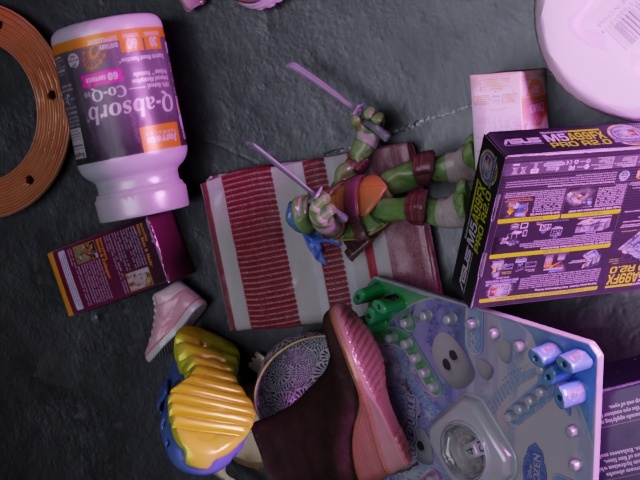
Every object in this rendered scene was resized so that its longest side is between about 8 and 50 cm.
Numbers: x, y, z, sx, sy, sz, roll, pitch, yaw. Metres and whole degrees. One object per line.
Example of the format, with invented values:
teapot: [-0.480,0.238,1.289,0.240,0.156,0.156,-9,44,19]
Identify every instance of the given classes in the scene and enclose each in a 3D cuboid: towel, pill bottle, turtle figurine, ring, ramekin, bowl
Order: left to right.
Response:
ring: [-0.526,-0.202,1.960,0.337,0.032,0.336,3,99,21]
pill bottle: [-0.278,-0.173,1.793,0.162,0.162,0.278,-10,95,23]
bowl: [-0.025,0.190,1.780,0.080,0.170,0.170,49,122,57]
towel: [0.000,0.000,1.779,0.329,0.037,0.237,-8,96,24]
turtle figurine: [0.060,-0.095,1.611,0.266,0.198,0.274,-4,102,19]
ramekin: [0.387,-0.274,1.510,0.277,0.135,0.277,3,102,16]

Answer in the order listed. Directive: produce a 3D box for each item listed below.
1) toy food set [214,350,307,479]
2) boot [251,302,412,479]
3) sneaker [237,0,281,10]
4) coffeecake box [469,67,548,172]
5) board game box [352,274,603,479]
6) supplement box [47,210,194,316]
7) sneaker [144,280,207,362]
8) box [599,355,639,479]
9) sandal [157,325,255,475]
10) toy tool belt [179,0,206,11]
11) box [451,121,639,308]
toy food set: [-0.097,0.272,1.866,0.132,0.038,0.192,36,99,8]
boot: [-0.009,0.222,1.681,0.207,0.090,0.248,-18,94,24]
sneaker: [-0.026,-0.408,1.683,0.271,0.108,0.100,-40,82,19]
coffeecake box: [0.244,-0.122,1.601,0.068,0.142,0.185,-1,99,22]
board game box: [0.185,0.273,1.628,0.390,0.050,0.389,16,113,47]
supplement box: [-0.297,0.034,1.879,0.188,0.081,0.104,-19,91,24]
sneaker: [-0.231,0.117,1.884,0.070,0.051,0.134,45,110,14]
box: [0.504,0.285,1.545,0.343,0.179,0.312,-17,90,24]
sandal: [-0.169,0.244,1.750,0.126,0.317,0.138,21,107,-10]
toy tool belt: [-0.187,-0.371,1.791,0.051,0.052,0.083,-28,91,-8]
box: [0.306,-0.032,1.514,0.270,0.060,0.216,-6,126,-19]
